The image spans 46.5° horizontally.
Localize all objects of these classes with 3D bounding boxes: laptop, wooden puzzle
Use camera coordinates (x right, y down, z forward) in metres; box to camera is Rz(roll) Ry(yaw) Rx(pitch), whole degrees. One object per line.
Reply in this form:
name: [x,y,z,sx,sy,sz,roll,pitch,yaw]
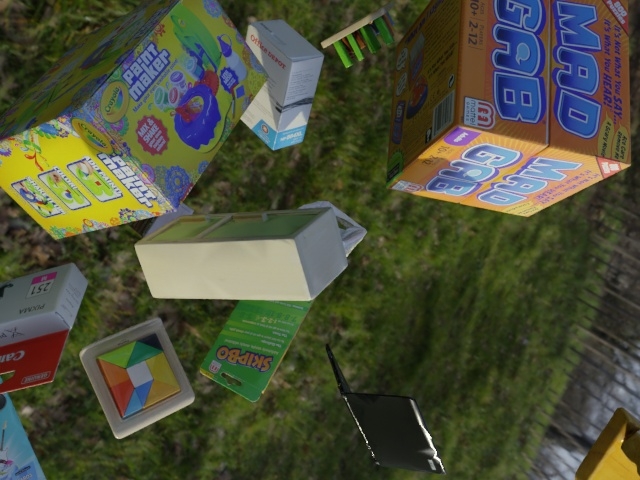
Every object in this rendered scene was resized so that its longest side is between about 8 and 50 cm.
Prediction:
laptop: [0.133,0.353,1.581,0.136,0.264,0.234,-23,120,1]
wooden puzzle: [-0.444,0.332,1.830,0.221,0.239,0.044,-22,178,-33]

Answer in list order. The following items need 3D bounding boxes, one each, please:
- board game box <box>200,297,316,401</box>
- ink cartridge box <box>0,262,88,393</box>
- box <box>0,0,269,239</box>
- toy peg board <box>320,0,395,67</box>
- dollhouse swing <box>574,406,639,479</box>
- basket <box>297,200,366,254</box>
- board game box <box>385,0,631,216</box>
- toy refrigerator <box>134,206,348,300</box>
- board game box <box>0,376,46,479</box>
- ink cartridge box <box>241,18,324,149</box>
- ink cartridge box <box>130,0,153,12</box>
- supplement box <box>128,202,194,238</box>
board game box: [-0.108,0.160,1.388,0.259,0.124,0.039,-60,171,-19]
ink cartridge box: [-0.585,0.172,1.367,0.239,0.275,0.060,-88,158,-48]
box: [-0.275,-0.179,1.043,0.177,0.279,0.290,53,47,-30]
toy peg board: [0.102,-0.467,1.704,0.161,0.079,0.161,-24,-165,21]
dollhouse swing: [0.369,0.450,0.823,0.305,0.315,0.347,-45,-157,16]
basket: [0.000,0.000,1.432,0.103,0.113,0.167,-56,169,18]
board game box: [0.371,-0.293,1.535,0.356,0.356,0.356,139,-41,-69]
toy refrigerator: [-0.110,0.015,0.993,0.102,0.269,0.094,-40,121,-50]
board game box: [-0.728,0.475,1.533,0.253,0.079,0.336,-30,111,-38]
ink cartridge box: [-0.086,-0.306,1.460,0.086,0.148,0.203,-20,143,-36]
ink cartridge box: [-0.259,-0.344,1.400,0.088,0.235,0.193,-40,126,8]
supplement box: [-0.419,-0.058,1.943,0.130,0.073,0.239,-57,-156,-6]
